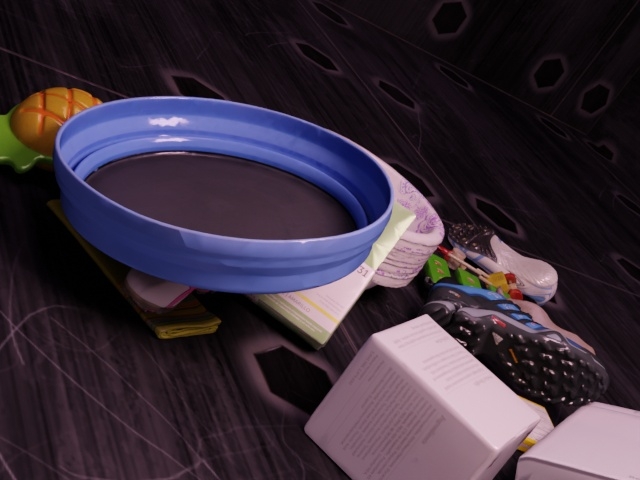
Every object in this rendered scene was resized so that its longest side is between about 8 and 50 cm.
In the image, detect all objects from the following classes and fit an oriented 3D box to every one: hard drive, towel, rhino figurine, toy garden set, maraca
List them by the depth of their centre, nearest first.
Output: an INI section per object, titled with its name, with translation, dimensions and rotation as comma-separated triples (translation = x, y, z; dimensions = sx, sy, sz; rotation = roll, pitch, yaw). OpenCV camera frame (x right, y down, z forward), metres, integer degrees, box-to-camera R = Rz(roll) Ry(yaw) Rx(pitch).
[towel]
translation = -0.221, 0.027, 1.206
dimensions = 0.237, 0.021, 0.102
rotation = 45, 23, 25
[maraca]
translation = -0.338, -0.134, 1.273
dimensions = 0.185, 0.099, 0.127
rotation = -20, 55, -40
[hard drive]
translation = 0.421, 0.289, 1.350
dimensions = 0.233, 0.047, 0.353
rotation = 10, 8, 27
[rhino figurine]
translation = 0.329, 0.155, 1.625
dimensions = 0.243, 0.106, 0.073
rotation = 38, 21, 6
[toy garden set]
translation = 0.268, 0.090, 1.760
dimensions = 0.244, 0.049, 0.204
rotation = 27, 24, -17

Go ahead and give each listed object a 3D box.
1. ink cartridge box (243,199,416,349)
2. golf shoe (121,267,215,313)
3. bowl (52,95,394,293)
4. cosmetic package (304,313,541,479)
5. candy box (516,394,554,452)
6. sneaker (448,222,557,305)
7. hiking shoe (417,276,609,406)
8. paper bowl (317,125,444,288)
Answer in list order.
[ink cartridge box]
translation = 0.000, 0.000, 1.333
dimensions = 0.171, 0.235, 0.056
rotation = 36, -17, 4
[golf shoe]
translation = -0.155, 0.025, 1.165
dimensions = 0.067, 0.086, 0.186
rotation = 42, 26, 12
[bowl]
translation = -0.110, -0.061, 1.187
dimensions = 0.391, 0.077, 0.391
rotation = 10, 27, -5
[cosmetic package]
translation = 0.116, 0.205, 1.147
dimensions = 0.183, 0.151, 0.151
rotation = 43, 23, 20
[candy box]
translation = 0.251, 0.243, 1.435
dimensions = 0.205, 0.027, 0.105
rotation = 26, 28, -23
[sneaker]
translation = 0.337, 0.046, 1.931
dimensions = 0.237, 0.086, 0.085
rotation = 33, 47, 27
[hiking shoe]
translation = 0.295, 0.138, 1.531
dimensions = 0.304, 0.113, 0.132
rotation = 25, 35, -2
[paper bowl]
translation = 0.034, -0.036, 1.537
dimensions = 0.284, 0.148, 0.284
rotation = 29, 22, -13
